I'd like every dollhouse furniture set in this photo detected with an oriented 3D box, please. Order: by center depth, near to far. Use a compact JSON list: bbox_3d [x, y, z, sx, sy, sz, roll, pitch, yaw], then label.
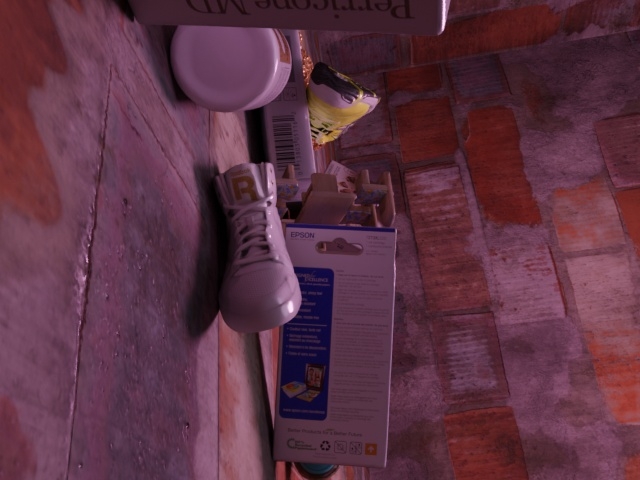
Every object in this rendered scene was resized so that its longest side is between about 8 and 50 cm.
[{"bbox_3d":[-0.011,0.000,1.188,0.242,0.212,0.160,123,-34,-59],"label":"dollhouse furniture set"}]

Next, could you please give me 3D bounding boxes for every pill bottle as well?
[{"bbox_3d":[-0.107,-0.238,0.930,0.229,0.131,0.131,-73,154,-77],"label":"pill bottle"}]

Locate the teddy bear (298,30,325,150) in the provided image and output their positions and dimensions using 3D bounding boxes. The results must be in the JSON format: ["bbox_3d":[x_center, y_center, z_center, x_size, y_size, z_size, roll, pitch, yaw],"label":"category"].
[{"bbox_3d":[-0.041,-0.401,1.827,0.245,0.113,0.337,26,50,-80],"label":"teddy bear"}]

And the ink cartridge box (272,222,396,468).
[{"bbox_3d":[0.023,0.161,1.099,0.069,0.176,0.370,-7,100,-86],"label":"ink cartridge box"}]

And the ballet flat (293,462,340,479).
[{"bbox_3d":[-0.009,0.280,1.306,0.123,0.123,0.348,73,10,-56],"label":"ballet flat"}]

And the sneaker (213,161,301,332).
[{"bbox_3d":[-0.096,-0.010,0.907,0.292,0.108,0.169,-110,-173,-68],"label":"sneaker"}]

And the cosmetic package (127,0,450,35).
[{"bbox_3d":[-0.032,-0.437,0.597,0.393,0.330,0.327,72,28,-57],"label":"cosmetic package"}]

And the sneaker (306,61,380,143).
[{"bbox_3d":[0.025,-0.266,1.450,0.147,0.145,0.384,-58,179,7],"label":"sneaker"}]

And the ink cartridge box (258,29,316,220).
[{"bbox_3d":[-0.092,-0.216,1.473,0.385,0.091,0.308,128,-45,-74],"label":"ink cartridge box"}]

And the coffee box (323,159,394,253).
[{"bbox_3d":[0.042,-0.035,1.505,0.118,0.168,0.297,-62,-179,32],"label":"coffee box"}]
